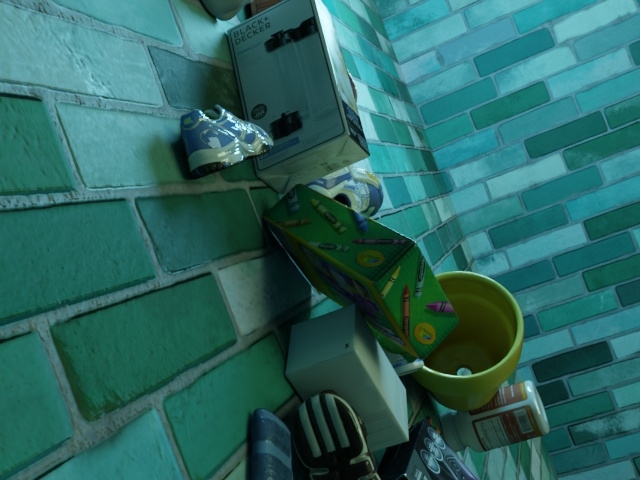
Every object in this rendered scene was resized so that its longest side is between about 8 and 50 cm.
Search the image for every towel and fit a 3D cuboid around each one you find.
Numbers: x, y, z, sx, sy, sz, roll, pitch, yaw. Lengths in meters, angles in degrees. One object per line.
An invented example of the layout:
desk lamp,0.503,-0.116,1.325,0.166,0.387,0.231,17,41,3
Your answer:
towel,-0.053,0.248,0.852,0.067,0.029,0.119,53,23,-40

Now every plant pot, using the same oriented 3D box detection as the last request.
plant pot,0.293,0.231,1.614,0.239,0.253,0.254,72,8,-52

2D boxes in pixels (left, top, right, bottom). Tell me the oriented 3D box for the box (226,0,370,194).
box,-0.041,-0.241,1.243,0.087,0.169,0.290,34,39,-58

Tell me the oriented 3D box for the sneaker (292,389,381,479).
sneaker,0.049,0.315,0.972,0.162,0.106,0.282,-15,91,-84

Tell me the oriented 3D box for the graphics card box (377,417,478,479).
graphics card box,0.232,0.471,1.174,0.371,0.094,0.233,49,17,4

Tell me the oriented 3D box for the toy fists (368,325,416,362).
toy fists,0.118,0.107,1.384,0.142,0.096,0.279,35,26,-8

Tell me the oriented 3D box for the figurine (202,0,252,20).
figurine,-0.120,-0.467,1.187,0.215,0.209,0.092,51,25,-47

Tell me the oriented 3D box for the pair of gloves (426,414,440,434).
pair of gloves,0.236,0.406,1.595,0.074,0.010,0.083,-94,159,-48

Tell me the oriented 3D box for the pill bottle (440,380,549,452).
pill bottle,0.380,0.394,1.699,0.121,0.216,0.121,57,21,-36

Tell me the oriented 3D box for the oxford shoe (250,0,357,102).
oxford shoe,-0.051,-0.353,1.479,0.146,0.140,0.397,103,-28,-61

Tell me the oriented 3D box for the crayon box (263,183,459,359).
crayon box,0.051,0.037,1.090,0.278,0.081,0.165,30,-21,50

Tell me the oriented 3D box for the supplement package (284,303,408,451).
supplement package,0.040,0.197,1.072,0.179,0.105,0.105,61,19,-28

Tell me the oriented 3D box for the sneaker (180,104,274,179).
sneaker,-0.121,-0.140,1.018,0.211,0.080,0.081,-48,119,-73

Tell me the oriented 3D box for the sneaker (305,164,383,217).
sneaker,0.032,-0.079,1.428,0.296,0.111,0.131,34,55,-60

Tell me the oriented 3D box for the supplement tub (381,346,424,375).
supplement tub,0.149,0.199,1.468,0.071,0.071,0.107,24,47,-67
